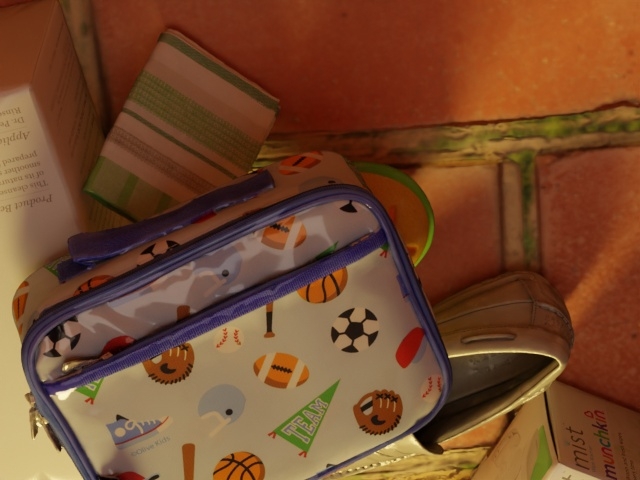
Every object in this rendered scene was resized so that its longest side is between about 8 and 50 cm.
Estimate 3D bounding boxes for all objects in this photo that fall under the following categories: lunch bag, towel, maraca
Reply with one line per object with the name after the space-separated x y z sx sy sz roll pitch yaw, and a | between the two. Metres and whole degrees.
-0.071 0.077 1.331 0.303 0.115 0.243 -25 120 -3 | lunch bag
-0.105 -0.072 1.376 0.113 0.152 0.023 33 156 -17 | towel
0.000 0.000 1.438 0.185 0.099 0.127 -20 121 13 | maraca

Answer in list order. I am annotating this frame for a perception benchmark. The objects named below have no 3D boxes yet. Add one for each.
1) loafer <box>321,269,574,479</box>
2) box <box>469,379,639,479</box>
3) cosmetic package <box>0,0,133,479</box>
0.065 0.133 1.515 0.319 0.111 0.112 -31 117 18 | loafer
0.238 0.281 1.605 0.231 0.127 0.262 22 121 -15 | box
-0.258 0.026 1.426 0.217 0.156 0.385 -9 123 6 | cosmetic package
